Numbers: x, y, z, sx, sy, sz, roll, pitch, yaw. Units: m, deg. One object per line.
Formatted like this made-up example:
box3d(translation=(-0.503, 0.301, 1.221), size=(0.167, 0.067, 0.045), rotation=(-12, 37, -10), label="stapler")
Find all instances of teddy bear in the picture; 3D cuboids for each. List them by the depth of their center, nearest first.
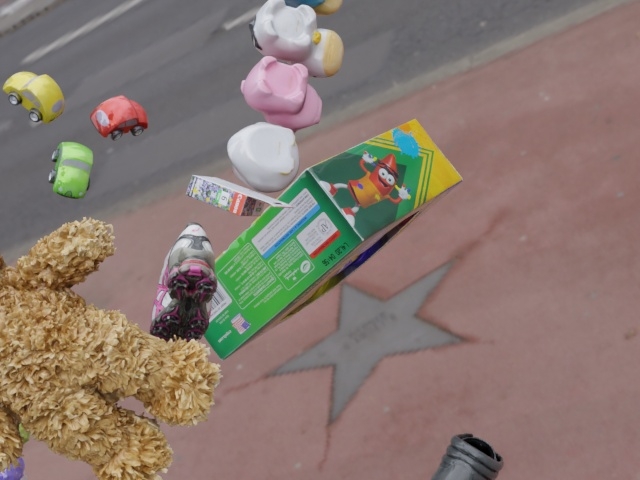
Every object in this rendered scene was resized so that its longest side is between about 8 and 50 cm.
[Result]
box3d(translation=(-0.258, 0.103, 0.928), size=(0.245, 0.338, 0.113), rotation=(-38, 9, 5), label="teddy bear")

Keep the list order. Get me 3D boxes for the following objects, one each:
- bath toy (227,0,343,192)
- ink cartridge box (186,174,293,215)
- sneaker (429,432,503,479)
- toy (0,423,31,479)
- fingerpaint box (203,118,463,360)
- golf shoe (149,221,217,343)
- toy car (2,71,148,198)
box3d(translation=(-0.054, -0.220, 1.461), size=(0.129, 0.151, 0.348), rotation=(144, 141, -62), label="bath toy")
box3d(translation=(-0.097, -0.048, 1.213), size=(0.115, 0.029, 0.063), rotation=(21, 8, 18), label="ink cartridge box")
box3d(translation=(0.232, 0.390, 1.602), size=(0.105, 0.296, 0.147), rotation=(32, 82, 18), label="sneaker")
box3d(translation=(-0.378, 0.221, 1.164), size=(0.056, 0.237, 0.137), rotation=(-9, 13, 16), label="toy")
box3d(translation=(0.000, 0.000, 1.886), size=(0.445, 0.163, 0.371), rotation=(-42, -7, 38), label="fingerpaint box")
box3d(translation=(-0.158, 0.058, 1.186), size=(0.186, 0.068, 0.086), rotation=(118, 156, -48), label="golf shoe")
box3d(translation=(-0.380, -0.166, 1.572), size=(0.053, 0.239, 0.225), rotation=(-50, 35, 44), label="toy car")
